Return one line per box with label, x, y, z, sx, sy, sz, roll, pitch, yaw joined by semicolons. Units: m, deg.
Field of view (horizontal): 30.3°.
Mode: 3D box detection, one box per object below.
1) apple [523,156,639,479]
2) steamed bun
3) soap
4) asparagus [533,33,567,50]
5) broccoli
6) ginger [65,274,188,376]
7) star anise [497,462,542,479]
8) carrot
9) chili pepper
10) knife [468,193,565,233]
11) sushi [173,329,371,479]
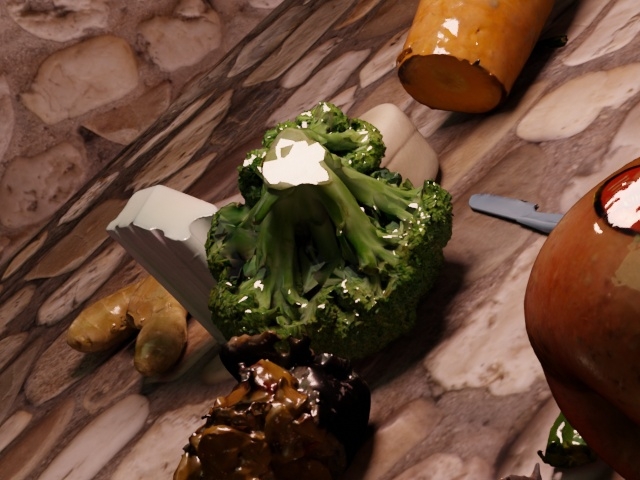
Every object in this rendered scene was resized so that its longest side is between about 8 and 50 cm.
apple;0.347;0.065;0.946;0.305;0.338;0.338;-39;22;-7
steamed bun;0.085;-0.104;1.892;0.164;0.146;0.241;-13;35;55
soap;-0.177;0.040;1.852;0.173;0.289;0.095;-11;39;51
asparagus;0.341;-0.333;2.078;0.233;0.022;0.023;-3;87;52
broccoli;0.008;0.001;1.643;0.413;0.321;0.310;-63;3;-32
ginger;-0.280;0.094;2.168;0.348;0.122;0.363;-48;18;-23
star anise;0.203;0.319;1.108;0.148;0.218;0.227;-16;62;-18
carrot;0.273;-0.385;1.991;0.224;0.224;0.340;-10;51;50
chili pepper;0.329;0.091;1.270;0.359;0.076;0.085;-54;1;-30
knife;0.282;-0.040;1.643;0.044;0.019;0.313;-37;21;-13
sushi;-0.061;0.236;1.438;0.213;0.200;0.204;-29;32;37
